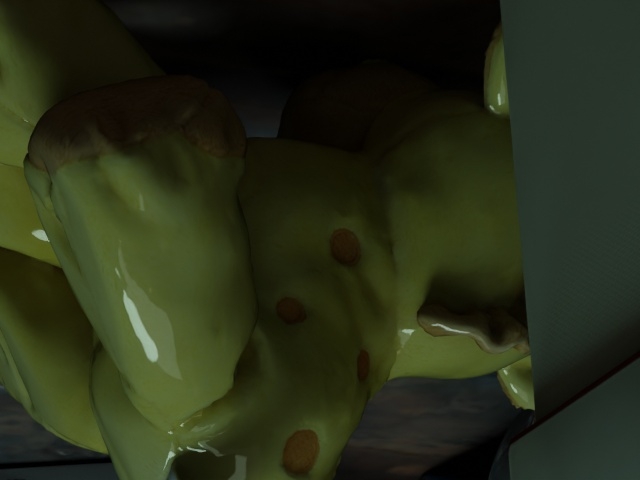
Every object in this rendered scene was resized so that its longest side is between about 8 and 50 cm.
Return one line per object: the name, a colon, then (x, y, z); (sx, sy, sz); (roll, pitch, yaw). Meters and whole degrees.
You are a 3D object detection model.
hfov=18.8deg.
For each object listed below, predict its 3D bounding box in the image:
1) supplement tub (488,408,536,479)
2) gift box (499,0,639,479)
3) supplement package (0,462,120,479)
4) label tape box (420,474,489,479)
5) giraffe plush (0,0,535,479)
supplement tub: (0.161, 0.170, 0.752); (0.194, 0.193, 0.316); (-5, 121, 1)
gift box: (0.212, -0.019, 0.433); (0.276, 0.258, 0.255); (13, 147, -20)
supplement package: (-0.100, 0.223, 0.902); (0.194, 0.203, 0.149); (-4, 151, -2)
label tape box: (0.162, 0.192, 0.941); (0.241, 0.106, 0.333); (4, 119, -13)
giraffe plush: (0.000, 0.000, 0.579); (0.170, 0.210, 0.181); (-25, 155, -23)
